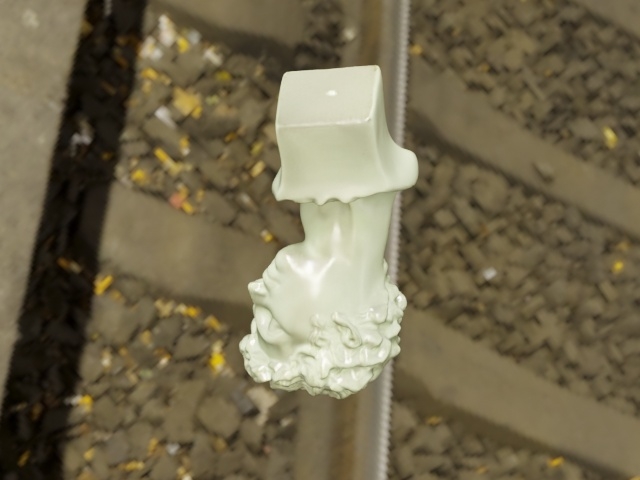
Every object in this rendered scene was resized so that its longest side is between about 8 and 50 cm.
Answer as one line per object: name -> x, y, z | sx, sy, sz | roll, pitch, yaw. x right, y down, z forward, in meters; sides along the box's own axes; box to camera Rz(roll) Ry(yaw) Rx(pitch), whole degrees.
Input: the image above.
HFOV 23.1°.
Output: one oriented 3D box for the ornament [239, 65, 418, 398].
ornament -> 0.015, -0.004, 1.227 | 0.130, 0.285, 0.120 | 11, 30, 3
